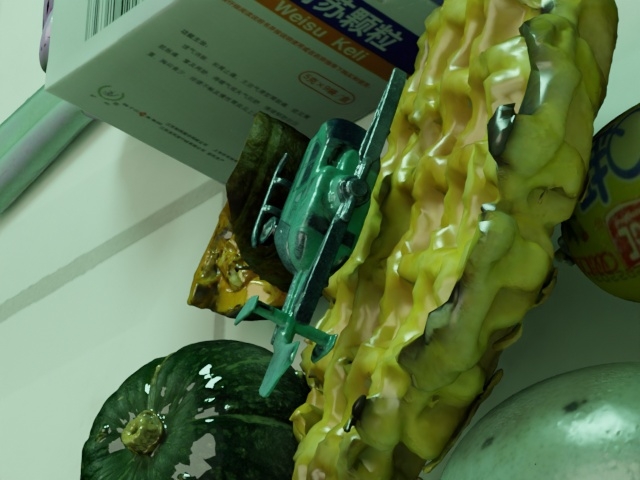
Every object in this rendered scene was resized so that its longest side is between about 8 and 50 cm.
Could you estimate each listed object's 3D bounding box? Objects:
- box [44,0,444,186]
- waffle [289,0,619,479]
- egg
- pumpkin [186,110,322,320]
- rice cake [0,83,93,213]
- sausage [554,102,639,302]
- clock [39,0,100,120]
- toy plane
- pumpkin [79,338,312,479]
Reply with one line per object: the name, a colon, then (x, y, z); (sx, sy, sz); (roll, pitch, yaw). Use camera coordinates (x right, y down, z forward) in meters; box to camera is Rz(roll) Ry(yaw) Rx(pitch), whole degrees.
box: (-0.043, -0.171, 1.446); (0.299, 0.200, 0.106); (-27, 49, 39)
waffle: (0.075, -0.007, 1.166); (0.382, 0.095, 0.380); (-76, 13, -49)
egg: (0.162, 0.149, 1.000); (0.236, 0.169, 0.169); (-10, 59, 49)
pumpkin: (-0.029, -0.006, 1.394); (0.183, 0.107, 0.119); (119, 168, -61)
rice cake: (-0.265, -0.109, 1.822); (0.221, 0.042, 0.080); (-39, 39, 27)
sausage: (0.265, -0.052, 1.047); (0.347, 0.123, 0.123); (-25, 49, 39)
clock: (-0.166, -0.237, 1.645); (0.090, 0.227, 0.248); (15, 80, 11)
toy plane: (0.000, 0.000, 1.179); (0.096, 0.060, 0.235); (-34, 31, 54)
pumpkin: (-0.083, 0.160, 1.318); (0.190, 0.146, 0.190); (-27, 56, 49)
